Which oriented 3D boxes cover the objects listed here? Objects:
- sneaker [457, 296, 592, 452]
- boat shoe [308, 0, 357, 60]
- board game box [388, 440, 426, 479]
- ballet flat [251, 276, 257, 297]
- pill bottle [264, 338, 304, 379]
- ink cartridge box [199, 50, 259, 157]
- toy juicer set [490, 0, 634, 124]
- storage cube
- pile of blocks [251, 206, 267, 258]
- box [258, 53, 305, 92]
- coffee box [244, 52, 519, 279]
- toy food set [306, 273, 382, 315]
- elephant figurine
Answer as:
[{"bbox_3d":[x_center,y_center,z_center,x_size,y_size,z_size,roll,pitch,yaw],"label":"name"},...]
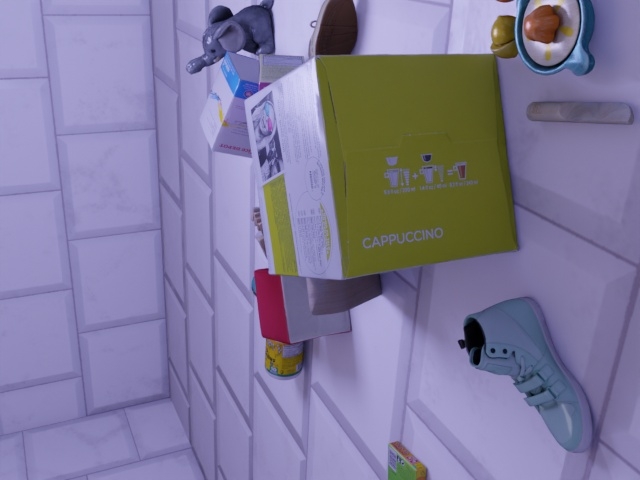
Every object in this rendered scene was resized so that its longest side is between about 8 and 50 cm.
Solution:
[{"bbox_3d":[0.308,0.219,1.072,0.256,0.151,0.094,69,152,23],"label":"sneaker"},{"bbox_3d":[0.013,-0.433,1.578,0.089,0.104,0.285,57,147,41],"label":"boat shoe"},{"bbox_3d":[0.197,0.610,1.592,0.124,0.039,0.259,-151,59,-62],"label":"board game box"},{"bbox_3d":[-0.166,0.186,2.235,0.221,0.077,0.079,41,153,56],"label":"ballet flat"},{"bbox_3d":[-0.107,0.305,2.072,0.117,0.117,0.208,-133,41,-52],"label":"pill bottle"},{"bbox_3d":[-0.213,-0.376,1.946,0.233,0.171,0.168,-60,38,31],"label":"ink cartridge box"},{"bbox_3d":[0.307,-0.290,0.984,0.209,0.089,0.329,156,104,-65],"label":"toy juicer set"},{"bbox_3d":[-0.049,0.161,1.815,0.193,0.183,0.215,-5,92,65],"label":"storage cube"},{"bbox_3d":[-0.100,-0.085,1.892,0.112,0.149,0.362,-133,41,-52],"label":"pile of blocks"},{"bbox_3d":[-0.099,-0.329,1.724,0.243,0.117,0.214,-96,9,-59],"label":"box"},{"bbox_3d":[0.095,-0.120,1.207,0.334,0.337,0.338,177,86,-66],"label":"coffee box"},{"bbox_3d":[0.044,0.029,1.490,0.092,0.306,0.220,-6,92,23],"label":"toy food set"},{"bbox_3d":[-0.263,-0.588,1.978,0.169,0.239,0.186,180,83,-66],"label":"elephant figurine"}]
